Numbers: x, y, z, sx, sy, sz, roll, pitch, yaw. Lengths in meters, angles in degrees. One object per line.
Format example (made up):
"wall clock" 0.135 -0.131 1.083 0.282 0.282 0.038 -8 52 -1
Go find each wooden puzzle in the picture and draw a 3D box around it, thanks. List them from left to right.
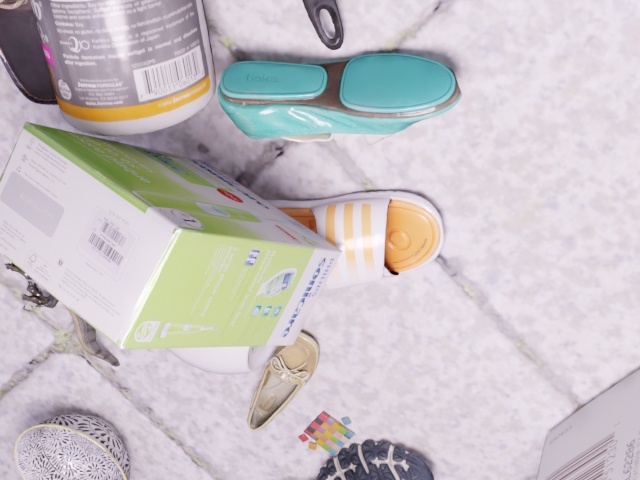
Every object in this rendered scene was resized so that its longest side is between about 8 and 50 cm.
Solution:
"wooden puzzle" 0.010 0.242 1.396 0.049 0.006 0.083 36 127 -4

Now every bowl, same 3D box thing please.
"bowl" -0.320 0.291 1.514 0.170 0.080 0.170 11 125 16

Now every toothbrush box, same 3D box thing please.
"toothbrush box" -0.145 0.002 1.073 0.206 0.283 0.122 33 101 28

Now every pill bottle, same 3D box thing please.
"pill bottle" -0.197 -0.253 1.058 0.162 0.162 0.278 4 122 20

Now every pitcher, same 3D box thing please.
"pitcher" -0.149 0.088 1.301 0.207 0.125 0.178 22 148 20

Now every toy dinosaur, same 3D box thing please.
"toy dinosaur" -0.315 0.054 1.373 0.118 0.064 0.268 9 128 8

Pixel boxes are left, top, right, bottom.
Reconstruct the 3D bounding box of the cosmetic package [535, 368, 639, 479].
"cosmetic package" 0.442 0.334 1.081 0.393 0.329 0.327 39 127 -7

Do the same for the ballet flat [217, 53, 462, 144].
"ballet flat" 0.022 -0.136 1.107 0.247 0.083 0.087 3 148 16

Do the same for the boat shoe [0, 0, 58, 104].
"boat shoe" -0.331 -0.288 1.107 0.132 0.130 0.355 -2 120 23

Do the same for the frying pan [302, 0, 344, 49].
"frying pan" -0.022 -0.340 0.994 0.197 0.053 0.326 -38 126 18

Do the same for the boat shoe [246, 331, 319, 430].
"boat shoe" -0.048 0.171 1.346 0.056 0.048 0.153 33 128 -1

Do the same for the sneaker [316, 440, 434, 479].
"sneaker" 0.037 0.344 1.411 0.283 0.110 0.122 -28 131 30

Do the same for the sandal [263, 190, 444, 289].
"sandal" 0.002 0.009 1.203 0.265 0.076 0.102 -1 121 22
